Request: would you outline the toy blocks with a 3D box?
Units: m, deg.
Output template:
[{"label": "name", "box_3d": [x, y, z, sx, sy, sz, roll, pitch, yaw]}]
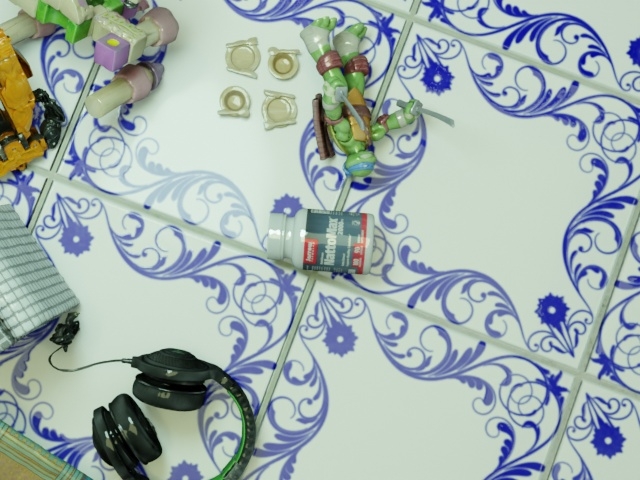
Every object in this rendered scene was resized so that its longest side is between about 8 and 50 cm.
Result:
[{"label": "toy blocks", "box_3d": [-0.361, -0.424, 1.813, 0.288, 0.309, 0.260, 35, 43, 10]}]

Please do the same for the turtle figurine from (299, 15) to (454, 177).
[{"label": "turtle figurine", "box_3d": [0.084, -0.261, 1.812, 0.197, 0.275, 0.266, -13, 75, -17]}]

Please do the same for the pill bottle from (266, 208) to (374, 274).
[{"label": "pill bottle", "box_3d": [0.000, 0.000, 1.840, 0.180, 0.108, 0.108, 4, 84, 0]}]

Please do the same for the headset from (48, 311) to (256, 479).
[{"label": "headset", "box_3d": [-0.294, 0.274, 1.817, 0.394, 0.185, 0.243, 39, 89, -12]}]

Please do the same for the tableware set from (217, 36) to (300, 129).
[{"label": "tableware set", "box_3d": [-0.108, -0.282, 1.911, 0.141, 0.020, 0.169, 5, 84, 0]}]

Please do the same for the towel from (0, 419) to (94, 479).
[{"label": "towel", "box_3d": [-0.581, 0.422, 1.769, 0.370, 0.040, 0.271, 36, 94, -10]}]

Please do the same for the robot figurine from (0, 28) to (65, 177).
[{"label": "robot figurine", "box_3d": [-0.548, -0.220, 1.785, 0.211, 0.291, 0.085, -30, 60, -15]}]

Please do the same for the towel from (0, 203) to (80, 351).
[{"label": "towel", "box_3d": [-0.532, 0.056, 1.737, 0.121, 0.284, 0.235, -34, 94, 2]}]
